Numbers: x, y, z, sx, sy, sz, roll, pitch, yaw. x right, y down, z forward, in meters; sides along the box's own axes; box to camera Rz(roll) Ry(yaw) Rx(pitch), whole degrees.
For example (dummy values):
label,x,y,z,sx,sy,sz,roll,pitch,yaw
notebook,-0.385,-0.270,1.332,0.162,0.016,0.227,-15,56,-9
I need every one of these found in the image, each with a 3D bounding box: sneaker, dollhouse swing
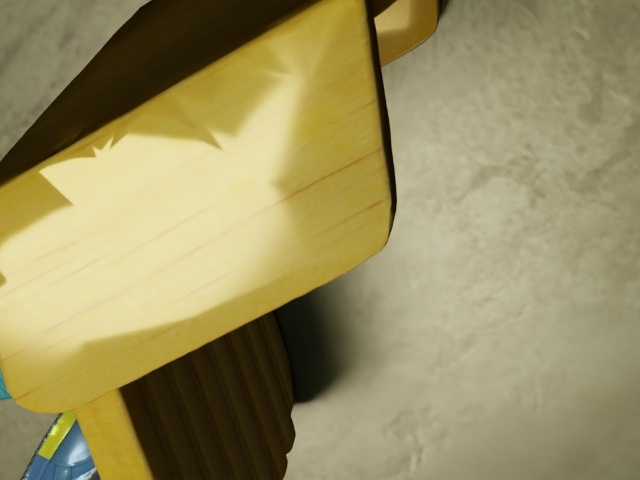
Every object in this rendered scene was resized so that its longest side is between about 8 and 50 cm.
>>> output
label,x,y,z,sx,sy,sz,roll,pitch,yaw
sneaker,-0.191,0.205,1.108,0.082,0.069,0.209,33,110,-1
dollhouse swing,0.000,0.000,0.865,0.315,0.347,0.305,-27,107,18

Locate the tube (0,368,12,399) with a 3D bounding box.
label,x,y,z,sx,sy,sz,roll,pitch,yaw
tube,-0.270,0.093,1.107,0.207,0.052,0.080,-9,100,25
